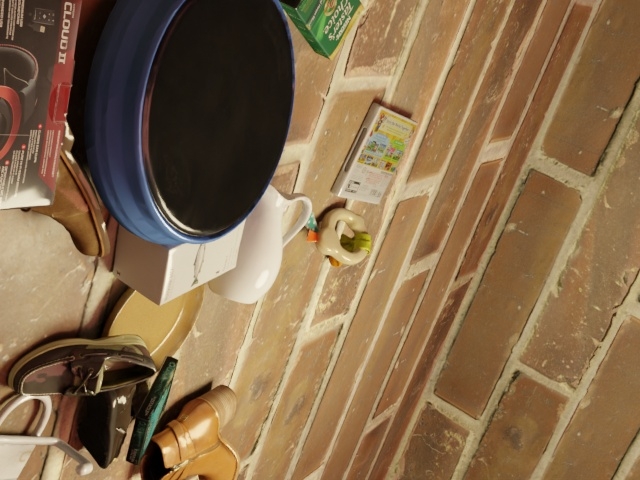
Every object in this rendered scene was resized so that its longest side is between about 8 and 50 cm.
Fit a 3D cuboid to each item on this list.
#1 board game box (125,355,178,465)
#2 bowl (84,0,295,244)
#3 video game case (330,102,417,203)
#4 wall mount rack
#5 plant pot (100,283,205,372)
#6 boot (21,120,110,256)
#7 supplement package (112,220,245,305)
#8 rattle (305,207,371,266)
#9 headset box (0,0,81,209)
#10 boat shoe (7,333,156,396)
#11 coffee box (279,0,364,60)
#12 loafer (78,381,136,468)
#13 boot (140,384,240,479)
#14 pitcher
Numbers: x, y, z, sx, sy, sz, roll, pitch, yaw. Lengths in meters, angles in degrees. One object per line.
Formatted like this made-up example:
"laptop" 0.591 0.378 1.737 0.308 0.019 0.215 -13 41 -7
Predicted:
"board game box" -0.290 0.294 1.529 0.186 0.026 0.126 114 -2 -51
"bowl" -0.154 -0.181 1.191 0.391 0.077 0.391 -41 138 -50
"video game case" 0.119 -0.182 1.915 0.227 0.026 0.206 5 113 -64
"wall mount rack" -0.475 0.384 1.235 0.350 0.130 0.304 -61 157 -1
"plant pot" -0.280 0.132 1.462 0.236 0.032 0.236 -46 153 -32
"boot" -0.337 -0.074 1.057 0.115 0.112 0.305 -31 144 -15
"supplement package" -0.214 0.005 1.356 0.179 0.105 0.105 -29 142 -50
"rattle" 0.000 0.000 1.879 0.199 0.142 0.130 -8 93 -44
"headset box" -0.344 -0.139 0.801 0.293 0.110 0.218 -14 118 -63
"boat shoe" -0.341 0.191 1.306 0.223 0.073 0.080 -6 124 -45
"coffee box" 0.005 -0.381 1.433 0.113 0.040 0.184 -59 157 -4
"loafer" -0.333 0.293 1.438 0.078 0.080 0.220 -28 154 -39
"boot" -0.258 0.445 1.765 0.220 0.109 0.283 -32 142 -50
"pitcher" -0.102 0.002 1.541 0.177 0.125 0.207 14 98 -46
